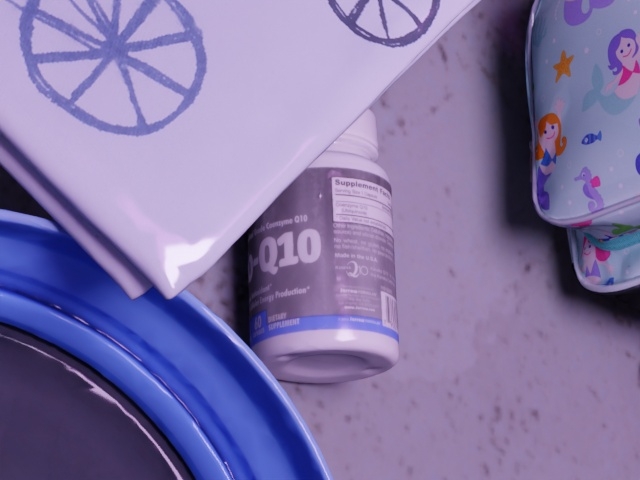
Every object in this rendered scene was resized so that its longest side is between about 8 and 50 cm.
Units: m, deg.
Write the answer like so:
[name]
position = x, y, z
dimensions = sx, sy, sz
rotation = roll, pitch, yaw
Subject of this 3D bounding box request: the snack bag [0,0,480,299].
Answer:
[snack bag]
position = -0.080, -0.184, 0.938
dimensions = 0.323, 0.037, 0.342
rotation = 44, 62, 3

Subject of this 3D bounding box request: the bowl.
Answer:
[bowl]
position = -0.154, 0.180, 0.822
dimensions = 0.391, 0.077, 0.391
rotation = 12, 67, -32

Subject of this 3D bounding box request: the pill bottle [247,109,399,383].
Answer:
[pill bottle]
position = 0.000, 0.000, 0.996
dimensions = 0.078, 0.078, 0.137
rotation = 10, 68, -33

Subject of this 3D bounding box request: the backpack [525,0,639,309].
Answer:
[backpack]
position = 0.233, -0.097, 1.104
dimensions = 0.191, 0.225, 0.253
rotation = 27, 56, -41
